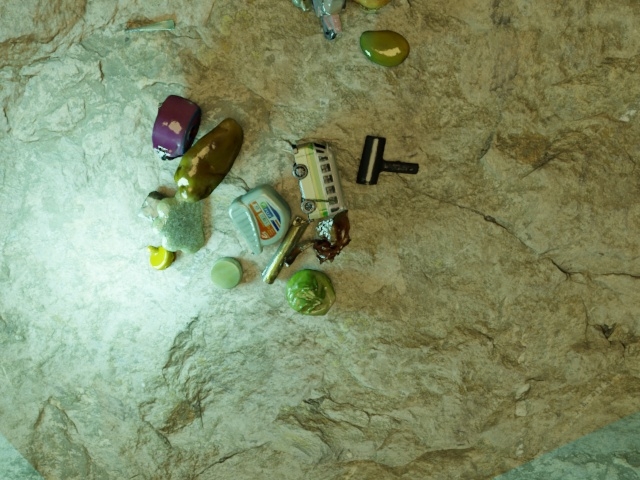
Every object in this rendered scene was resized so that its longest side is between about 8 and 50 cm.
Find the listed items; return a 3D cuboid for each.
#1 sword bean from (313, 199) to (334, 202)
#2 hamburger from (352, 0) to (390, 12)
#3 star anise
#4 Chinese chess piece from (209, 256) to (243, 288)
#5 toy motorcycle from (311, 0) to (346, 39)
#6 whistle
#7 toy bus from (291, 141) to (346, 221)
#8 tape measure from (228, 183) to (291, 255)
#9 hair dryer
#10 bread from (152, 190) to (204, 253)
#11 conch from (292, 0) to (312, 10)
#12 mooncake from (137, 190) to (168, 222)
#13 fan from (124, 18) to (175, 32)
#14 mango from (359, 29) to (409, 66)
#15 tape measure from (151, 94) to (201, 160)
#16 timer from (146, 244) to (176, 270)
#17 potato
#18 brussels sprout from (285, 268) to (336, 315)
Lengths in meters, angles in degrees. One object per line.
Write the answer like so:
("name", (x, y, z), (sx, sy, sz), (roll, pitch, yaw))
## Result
("sword bean", (0.012, -0.155, 1.800), (0.083, 0.012, 0.012), (0, 107, -8))
("hamburger", (0.192, -0.943, 1.665), (0.213, 0.108, 0.214), (-1, 102, -3))
("star anise", (0.003, 0.009, 1.904), (0.346, 0.148, 0.237), (-35, 148, -4))
("Chinese chess piece", (-0.411, 0.142, 2.007), (0.144, 0.058, 0.144), (0, 106, 1))
("toy motorcycle", (0.044, -0.861, 1.630), (0.108, 0.204, 0.239), (-34, 108, -22))
("whistle", (-0.154, 0.043, 1.979), (0.068, 0.057, 0.326), (29, 104, -9))
("toy bus", (-0.011, -0.248, 1.849), (0.179, 0.143, 0.306), (-14, 106, 1))
("tape measure", (-0.244, -0.094, 1.904), (0.246, 0.125, 0.243), (-27, 112, 10))
("hair dryer", (0.283, -0.314, 1.874), (0.251, 0.089, 0.197), (7, 105, -12))
("bread", (-0.590, -0.065, 1.899), (0.207, 0.056, 0.287), (-17, 115, -27))
("conch", (-0.071, -0.896, 1.699), (0.076, 0.056, 0.085), (-34, 124, -14))
("mooncake", (-0.676, -0.131, 1.913), (0.125, 0.073, 0.130), (29, 100, -12))
("fan", (-0.648, -0.809, 1.741), (0.193, 0.016, 0.038), (-7, 104, 1))
("mango", (0.240, -0.731, 1.732), (0.194, 0.092, 0.130), (26, 106, -3))
("tape measure", (-0.556, -0.425, 1.749), (0.149, 0.231, 0.245), (22, 101, -7))
("timer", (-0.685, 0.072, 1.956), (0.107, 0.109, 0.107), (-8, 70, 24))
("potato", (-0.436, -0.315, 1.801), (0.195, 0.176, 0.369), (36, 94, -34))
("brussels sprout", (-0.043, 0.225, 1.988), (0.223, 0.161, 0.223), (1, 88, -14))
